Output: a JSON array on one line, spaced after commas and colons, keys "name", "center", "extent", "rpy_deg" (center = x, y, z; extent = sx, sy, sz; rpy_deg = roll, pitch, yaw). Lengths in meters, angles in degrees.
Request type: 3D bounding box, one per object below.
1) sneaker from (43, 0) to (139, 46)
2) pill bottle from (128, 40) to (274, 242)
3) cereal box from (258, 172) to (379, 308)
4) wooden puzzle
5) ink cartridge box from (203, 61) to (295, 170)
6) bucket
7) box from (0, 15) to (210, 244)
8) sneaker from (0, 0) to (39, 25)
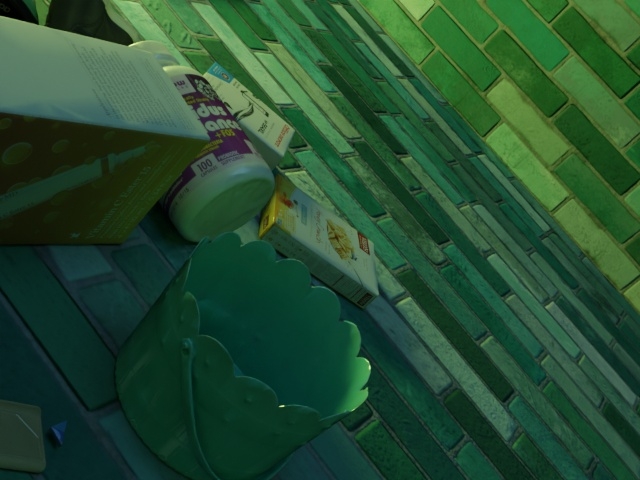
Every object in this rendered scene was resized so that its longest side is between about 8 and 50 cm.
[{"name": "sneaker", "center": [-0.383, -0.313, 1.455], "extent": [0.104, 0.147, 0.296], "rpy_deg": [19, -6, 5]}, {"name": "pill bottle", "center": [-0.214, -0.160, 1.377], "extent": [0.301, 0.169, 0.169], "rpy_deg": [54, 27, 19]}, {"name": "cereal box", "center": [0.000, 0.000, 1.601], "extent": [0.240, 0.047, 0.173], "rpy_deg": [34, 27, -21]}, {"name": "wooden puzzle", "center": [-0.308, 0.193, 0.886], "extent": [0.116, 0.014, 0.079], "rpy_deg": [27, 35, -34]}, {"name": "ink cartridge box", "center": [-0.155, -0.215, 1.648], "extent": [0.203, 0.086, 0.148], "rpy_deg": [39, 26, -12]}, {"name": "bucket", "center": [-0.096, 0.148, 1.075], "extent": [0.281, 0.183, 0.281], "rpy_deg": [34, 28, -21]}, {"name": "box", "center": [-0.342, -0.124, 1.074], "extent": [0.345, 0.215, 0.168], "rpy_deg": [-1, 51, -56]}, {"name": "sneaker", "center": [-0.535, -0.369, 1.280], "extent": [0.302, 0.108, 0.121], "rpy_deg": [21, 30, -44]}]
